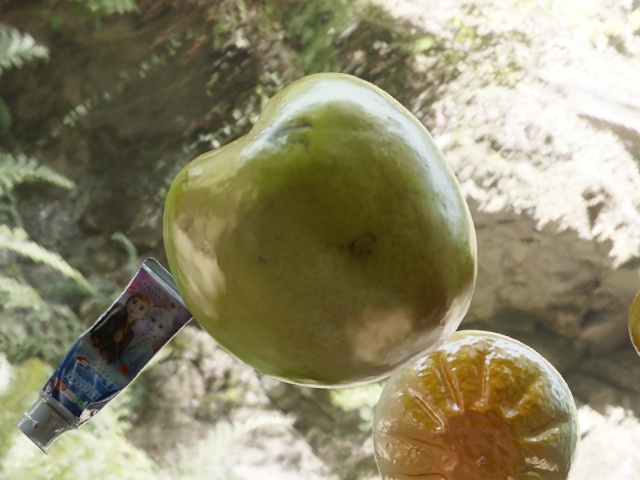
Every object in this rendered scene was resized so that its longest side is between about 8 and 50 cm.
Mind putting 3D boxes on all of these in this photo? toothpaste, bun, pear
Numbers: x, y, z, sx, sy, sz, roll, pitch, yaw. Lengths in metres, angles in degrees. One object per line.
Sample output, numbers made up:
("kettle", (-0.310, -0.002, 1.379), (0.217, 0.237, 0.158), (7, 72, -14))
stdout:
("toothpaste", (-0.264, 0.145, 1.339), (0.096, 0.266, 0.061), (45, -19, -10))
("bun", (0.216, 0.281, 1.508), (0.299, 0.299, 0.165), (45, 7, 0))
("pear", (0.000, 0.000, 0.697), (0.200, 0.200, 0.200), (30, -34, 23))

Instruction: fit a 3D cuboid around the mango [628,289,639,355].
("mango", (0.439, 0.078, 1.182), (0.120, 0.151, 0.221), (46, -37, -18))
